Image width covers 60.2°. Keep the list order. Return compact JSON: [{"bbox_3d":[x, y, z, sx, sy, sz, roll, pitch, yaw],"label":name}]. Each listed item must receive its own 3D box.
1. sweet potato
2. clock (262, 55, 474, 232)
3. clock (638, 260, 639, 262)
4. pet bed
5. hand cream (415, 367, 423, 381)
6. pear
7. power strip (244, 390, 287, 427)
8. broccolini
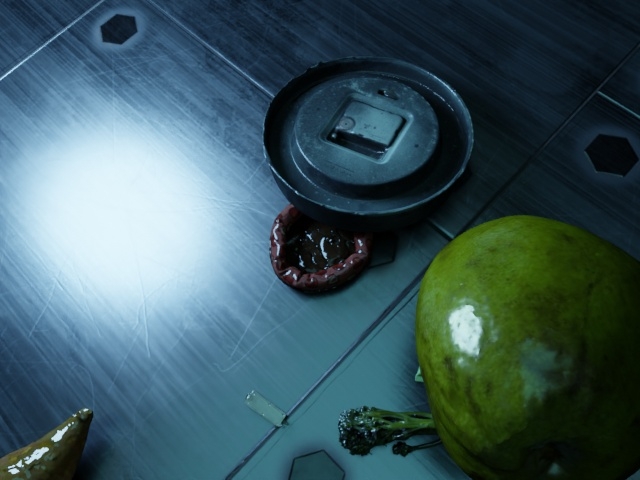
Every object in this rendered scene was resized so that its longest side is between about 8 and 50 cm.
[{"bbox_3d":[-0.480,0.397,0.848,0.131,0.131,0.336,28,72,16],"label":"sweet potato"},{"bbox_3d":[0.085,-0.188,1.026,0.387,0.076,0.386,0,60,1],"label":"clock"},{"bbox_3d":[0.521,0.111,0.890,0.192,0.071,0.146,2,68,6],"label":"clock"},{"bbox_3d":[0.000,0.000,0.999,0.201,0.053,0.201,-1,63,1],"label":"pet bed"},{"bbox_3d":[0.213,0.152,0.919,0.095,0.046,0.174,8,71,2],"label":"hand cream"},{"bbox_3d":[0.288,0.143,0.726,0.352,0.351,0.413,14,31,11],"label":"pear"},{"bbox_3d":[-0.089,0.280,0.912,0.083,0.017,0.027,31,75,17],"label":"power strip"},{"bbox_3d":[0.220,0.316,0.850,0.392,0.073,0.078,7,27,7],"label":"broccolini"}]
